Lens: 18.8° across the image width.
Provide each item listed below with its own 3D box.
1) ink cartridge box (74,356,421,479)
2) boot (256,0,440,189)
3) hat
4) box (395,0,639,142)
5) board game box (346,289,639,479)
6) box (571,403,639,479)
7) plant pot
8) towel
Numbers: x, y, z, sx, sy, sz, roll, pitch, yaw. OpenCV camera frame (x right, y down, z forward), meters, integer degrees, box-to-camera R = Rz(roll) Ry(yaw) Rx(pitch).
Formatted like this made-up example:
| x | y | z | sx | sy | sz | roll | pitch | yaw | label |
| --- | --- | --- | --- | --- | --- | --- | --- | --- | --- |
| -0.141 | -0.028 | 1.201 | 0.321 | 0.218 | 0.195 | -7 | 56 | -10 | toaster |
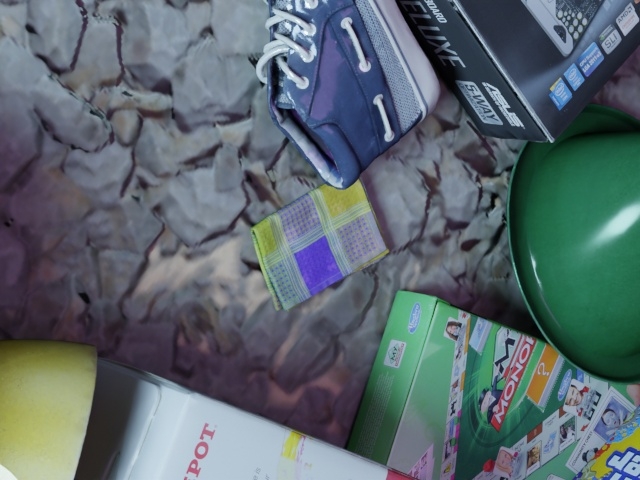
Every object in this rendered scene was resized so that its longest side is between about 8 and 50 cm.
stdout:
| x | y | z | sx | sy | sz | roll | pitch | yaw | label |
| --- | --- | --- | --- | --- | --- | --- | --- | --- | --- |
| -0.054 | 0.157 | 1.063 | 0.176 | 0.127 | 0.128 | 26 | 82 | -32 | ink cartridge box |
| -0.005 | -0.121 | 1.094 | 0.086 | 0.069 | 0.190 | -47 | 119 | -22 | boot |
| 0.232 | -0.025 | 1.168 | 0.173 | 0.183 | 0.208 | -15 | 89 | -38 | hat |
| 0.151 | -0.251 | 1.173 | 0.307 | 0.076 | 0.242 | -46 | 116 | -19 | box |
| 0.093 | 0.213 | 1.210 | 0.213 | 0.046 | 0.317 | 21 | 84 | -32 | board game box |
| 0.364 | 0.174 | 1.228 | 0.279 | 0.177 | 0.290 | -45 | 116 | -13 | box |
| -0.179 | 0.105 | 0.991 | 0.095 | 0.134 | 0.134 | 18 | 86 | -12 | plant pot |
| 0.000 | 0.000 | 1.148 | 0.083 | 0.009 | 0.060 | -27 | 110 | -27 | towel |
